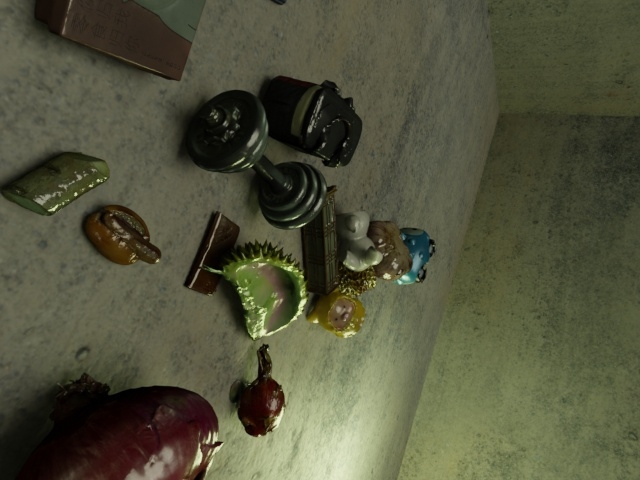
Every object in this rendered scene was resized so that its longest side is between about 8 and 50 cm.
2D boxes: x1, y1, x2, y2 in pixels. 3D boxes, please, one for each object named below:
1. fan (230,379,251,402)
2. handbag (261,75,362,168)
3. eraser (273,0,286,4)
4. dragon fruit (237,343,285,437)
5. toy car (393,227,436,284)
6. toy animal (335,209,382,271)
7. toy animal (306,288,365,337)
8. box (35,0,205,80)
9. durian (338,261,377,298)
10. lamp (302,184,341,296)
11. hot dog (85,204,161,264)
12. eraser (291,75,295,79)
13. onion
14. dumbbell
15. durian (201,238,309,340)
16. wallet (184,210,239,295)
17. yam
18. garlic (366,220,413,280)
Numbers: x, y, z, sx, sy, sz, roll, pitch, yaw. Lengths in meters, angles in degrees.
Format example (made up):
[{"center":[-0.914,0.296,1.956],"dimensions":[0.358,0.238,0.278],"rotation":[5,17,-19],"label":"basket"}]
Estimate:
[{"center":[-0.213,0.396,1.195],"dimensions":[0.080,0.003,0.060],"rotation":[40,66,-57],"label":"fan"},{"center":[-0.009,-0.292,1.122],"dimensions":[0.254,0.181,0.181],"rotation":[16,97,-61],"label":"handbag"},{"center":[-0.132,-0.582,0.977],"dimensions":[0.225,0.036,0.081],"rotation":[-11,109,-59],"label":"eraser"},{"center":[-0.152,0.392,1.198],"dimensions":[0.125,0.125,0.245],"rotation":[11,82,-54],"label":"dragon fruit"},{"center":[0.343,0.049,1.863],"dimensions":[0.190,0.189,0.255],"rotation":[50,59,-46],"label":"toy car"},{"center":[0.111,-0.002,1.441],"dimensions":[0.178,0.128,0.193],"rotation":[102,-22,-79],"label":"toy animal"},{"center":[0.066,0.238,1.503],"dimensions":[0.230,0.156,0.156],"rotation":[40,64,-46],"label":"toy animal"},{"center":[-0.283,-0.377,0.684],"dimensions":[0.215,0.086,0.215],"rotation":[-1,117,-59],"label":"box"},{"center":[0.120,0.122,1.614],"dimensions":[0.139,0.145,0.252],"rotation":[-103,172,-54],"label":"durian"},{"center":[0.000,0.000,1.347],"dimensions":[0.090,0.089,0.325],"rotation":[-35,129,-50],"label":"lamp"},{"center":[-0.337,-0.002,0.793],"dimensions":[0.089,0.060,0.140],"rotation":[-53,145,-31],"label":"hot dog"},{"center":[-0.063,-0.376,1.183],"dimensions":[0.027,0.019,0.099],"rotation":[-57,143,-32],"label":"eraser"},{"center":[-0.340,0.347,0.740],"dimensions":[0.348,0.285,0.347],"rotation":[-35,167,-10],"label":"onion"},{"center":[-0.124,-0.159,0.991],"dimensions":[0.406,0.179,0.179],"rotation":[42,63,-57],"label":"dumbbell"},{"center":[-0.129,0.117,1.085],"dimensions":[0.169,0.158,0.355],"rotation":[-55,150,-29],"label":"durian"},{"center":[-0.234,0.033,1.016],"dimensions":[0.095,0.026,0.176],"rotation":[43,63,-59],"label":"wallet"},{"center":[-0.381,-0.090,0.676],"dimensions":[0.146,0.070,0.069],"rotation":[-51,140,-39],"label":"yam"},{"center":[0.223,0.040,1.678],"dimensions":[0.245,0.161,0.244],"rotation":[34,44,-40],"label":"garlic"}]
